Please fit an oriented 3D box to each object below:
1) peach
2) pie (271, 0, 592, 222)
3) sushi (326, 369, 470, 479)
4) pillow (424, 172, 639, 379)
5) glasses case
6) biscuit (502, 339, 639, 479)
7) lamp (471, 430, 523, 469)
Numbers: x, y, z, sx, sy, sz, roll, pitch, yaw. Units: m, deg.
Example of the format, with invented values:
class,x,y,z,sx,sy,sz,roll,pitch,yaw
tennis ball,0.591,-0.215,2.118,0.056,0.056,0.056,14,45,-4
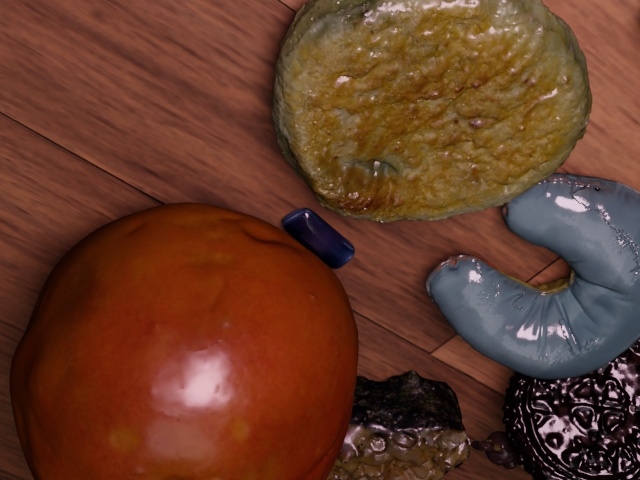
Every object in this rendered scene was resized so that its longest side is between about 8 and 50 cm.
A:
class,x,y,z,sx,sy,sz,roll,pitch,yaw
peach,-0.126,0.144,1.036,0.342,0.302,0.343,-1,133,-1
pie,0.091,-0.121,0.948,0.277,0.079,0.277,-4,135,-4
sushi,0.057,0.231,1.249,0.212,0.115,0.147,3,133,-5
pillow,0.237,0.038,1.084,0.214,0.086,0.233,30,124,-14
glasses case,0.000,0.000,1.091,0.033,0.023,0.083,-30,127,28
biscuit,0.288,0.182,1.165,0.194,0.195,0.053,-3,163,3
lamp,0.291,0.227,1.255,0.253,0.118,0.118,21,130,-15
